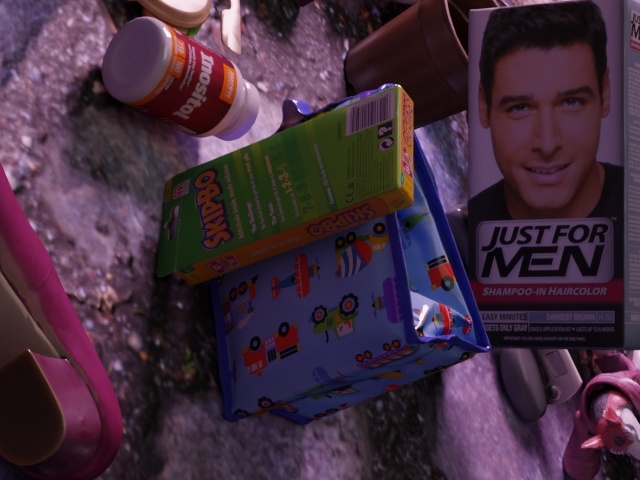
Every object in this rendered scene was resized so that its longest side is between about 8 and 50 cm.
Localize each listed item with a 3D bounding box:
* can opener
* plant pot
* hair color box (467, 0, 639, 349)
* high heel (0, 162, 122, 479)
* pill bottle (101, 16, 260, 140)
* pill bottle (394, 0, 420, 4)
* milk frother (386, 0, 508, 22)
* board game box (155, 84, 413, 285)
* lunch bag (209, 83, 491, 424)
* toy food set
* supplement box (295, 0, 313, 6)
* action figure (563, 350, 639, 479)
[{"bbox_3d":[0.232,0.078,1.940,0.093,0.074,0.280,-16,82,-58],"label":"can opener"},{"bbox_3d":[0.130,-0.213,1.907,0.167,0.165,0.167,35,42,-40],"label":"plant pot"},{"bbox_3d":[0.265,-0.068,1.740,0.113,0.185,0.374,7,82,-59],"label":"hair color box"},{"bbox_3d":[-0.269,0.016,1.231,0.181,0.127,0.377,60,7,-77],"label":"high heel"},{"bbox_3d":[-0.131,-0.151,1.539,0.152,0.086,0.086,24,49,-48],"label":"pill bottle"},{"bbox_3d":[0.108,-0.363,2.025,0.216,0.121,0.121,-3,71,-58],"label":"pill bottle"},{"bbox_3d":[0.177,-0.268,2.047,0.143,0.135,0.129,44,5,-36],"label":"milk frother"},{"bbox_3d":[-0.035,-0.045,1.442,0.039,0.259,0.124,48,33,-42],"label":"board game box"},{"bbox_3d":[0.000,0.000,1.497,0.138,0.221,0.293,12,59,-54],"label":"lunch bag"},{"bbox_3d":[-0.167,-0.259,1.620,0.192,0.038,0.132,29,39,-29],"label":"toy food set"},{"bbox_3d":[-0.016,-0.384,1.889,0.104,0.081,0.188,42,38,-34],"label":"supplement box"},{"bbox_3d":[0.413,0.196,1.965,0.370,0.248,0.275,7,61,-58],"label":"action figure"}]
